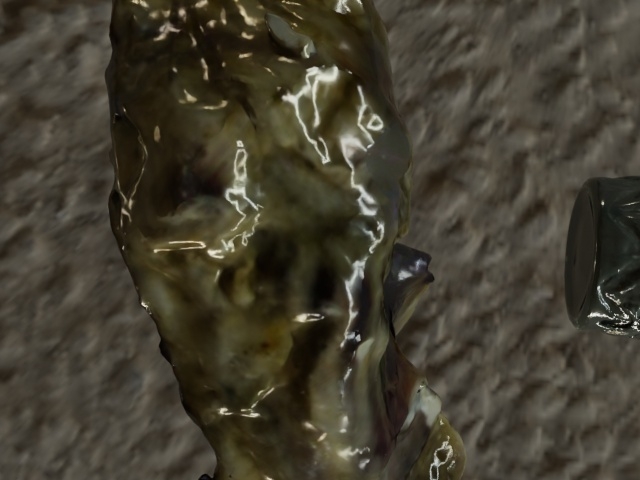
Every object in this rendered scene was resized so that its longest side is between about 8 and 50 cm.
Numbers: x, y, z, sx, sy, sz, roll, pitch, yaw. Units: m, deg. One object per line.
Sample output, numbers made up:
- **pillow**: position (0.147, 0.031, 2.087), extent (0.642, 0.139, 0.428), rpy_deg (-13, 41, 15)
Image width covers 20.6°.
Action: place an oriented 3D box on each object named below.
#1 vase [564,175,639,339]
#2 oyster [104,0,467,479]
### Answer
- **vase**: position (0.318, 0.033, 1.183), extent (0.300, 0.156, 0.251), rpy_deg (6, 119, -4)
- **oyster**: position (0.005, -0.003, 0.611), extent (0.094, 0.166, 0.294), rpy_deg (-14, 114, 22)
